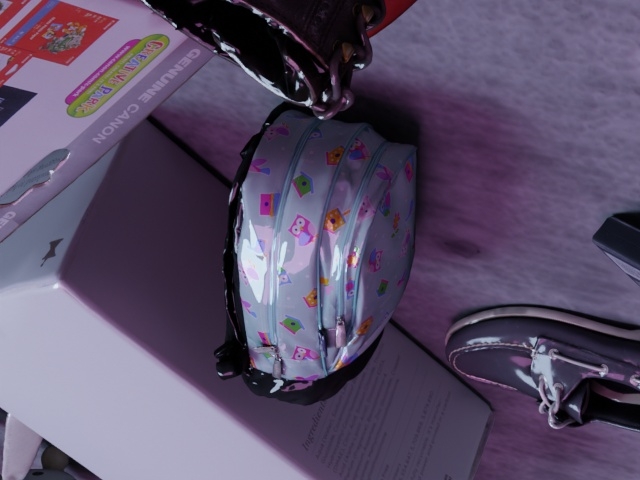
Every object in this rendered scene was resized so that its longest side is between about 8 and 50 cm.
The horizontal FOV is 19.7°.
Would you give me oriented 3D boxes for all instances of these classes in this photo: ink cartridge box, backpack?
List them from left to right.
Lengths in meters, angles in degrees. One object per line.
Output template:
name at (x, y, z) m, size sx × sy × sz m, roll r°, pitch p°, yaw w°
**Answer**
ink cartridge box at (-0.253, -0.101, 1.017) m, size 0.309 × 0.130 × 0.272 m, roll -37°, pitch 150°, yaw 27°
backpack at (0.000, 0.000, 1.173) m, size 0.115 × 0.152 × 0.182 m, roll 10°, pitch 135°, yaw 10°

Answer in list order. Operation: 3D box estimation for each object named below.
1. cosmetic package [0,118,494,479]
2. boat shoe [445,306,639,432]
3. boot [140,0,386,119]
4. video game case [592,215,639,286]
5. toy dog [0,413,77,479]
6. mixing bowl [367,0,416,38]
cosmetic package at (-0.086, 0.096, 1.349) m, size 0.217 × 0.156 × 0.385 m, roll -15°, pitch 132°, yaw 45°
boat shoe at (0.174, 0.095, 1.260) m, size 0.206 × 0.065 × 0.075 m, roll 6°, pitch 146°, yaw 26°
boot at (0.034, -0.145, 0.822) m, size 0.263 × 0.229 × 0.091 m, roll 26°, pitch 149°, yaw -5°
video game case at (0.302, 0.096, 1.123) m, size 0.274 × 0.026 × 0.196 m, roll 39°, pitch 179°, yaw -27°
toy dog at (-0.352, 0.158, 1.661) m, size 0.220 × 0.161 × 0.333 m, roll 3°, pitch 159°, yaw 25°
mixing bowl at (-0.018, -0.159, 0.963) m, size 0.181 × 0.098 × 0.181 m, roll 16°, pitch 149°, yaw 10°
